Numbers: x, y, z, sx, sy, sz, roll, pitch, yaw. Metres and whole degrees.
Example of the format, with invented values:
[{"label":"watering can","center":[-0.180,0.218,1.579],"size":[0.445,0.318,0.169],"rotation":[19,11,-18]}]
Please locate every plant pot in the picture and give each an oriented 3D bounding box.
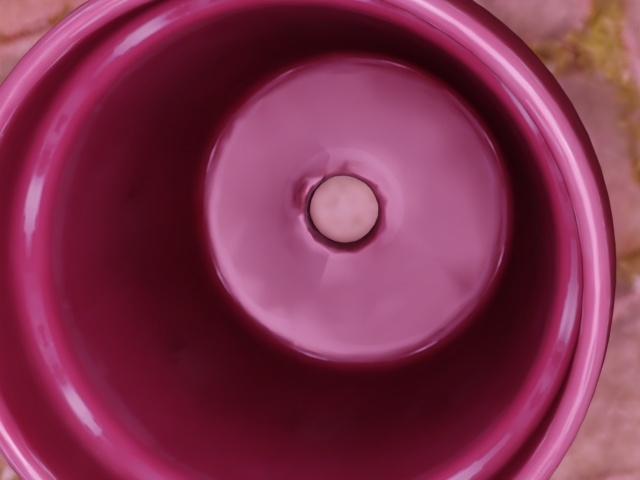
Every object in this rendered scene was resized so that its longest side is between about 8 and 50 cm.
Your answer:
[{"label":"plant pot","center":[0.000,0.000,0.651],"size":[0.201,0.180,0.201],"rotation":[2,99,10]}]
